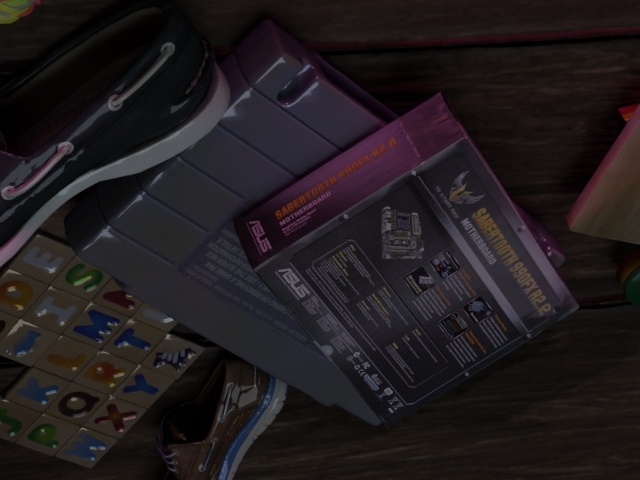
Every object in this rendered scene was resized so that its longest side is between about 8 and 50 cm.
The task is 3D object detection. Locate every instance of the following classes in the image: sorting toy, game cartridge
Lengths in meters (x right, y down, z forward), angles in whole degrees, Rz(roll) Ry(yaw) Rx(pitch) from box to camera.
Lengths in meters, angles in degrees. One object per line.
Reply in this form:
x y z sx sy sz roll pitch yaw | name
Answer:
0.279 -0.067 1.583 0.132 0.046 0.274 9 128 -28 | sorting toy
0.000 0.000 1.526 0.230 0.068 0.355 -40 133 19 | game cartridge

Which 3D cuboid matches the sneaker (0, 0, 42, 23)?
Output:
-0.191 -0.185 1.277 0.208 0.081 0.094 -10 142 -3 | sneaker

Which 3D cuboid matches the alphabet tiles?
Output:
-0.189 0.079 1.568 0.198 0.009 0.237 25 119 -37 | alphabet tiles

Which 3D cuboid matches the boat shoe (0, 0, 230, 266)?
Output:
-0.210 -0.064 1.360 0.302 0.114 0.091 -35 136 -4 | boat shoe

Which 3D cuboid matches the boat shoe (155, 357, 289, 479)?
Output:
-0.101 0.165 1.651 0.066 0.066 0.183 22 111 -30 | boat shoe

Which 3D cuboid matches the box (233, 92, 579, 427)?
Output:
0.069 0.020 1.495 0.183 0.056 0.231 -33 134 6 | box
